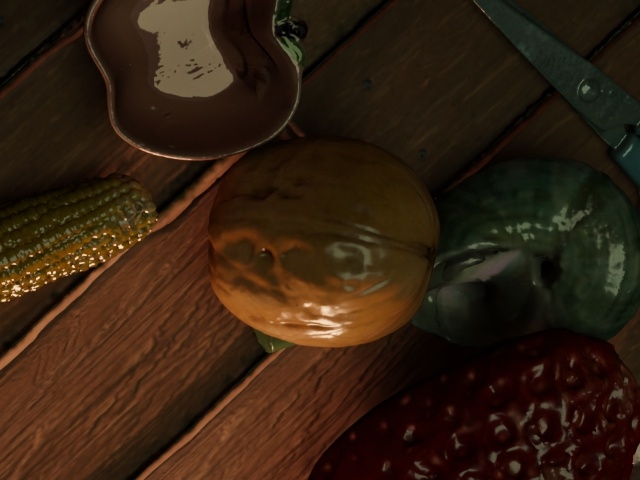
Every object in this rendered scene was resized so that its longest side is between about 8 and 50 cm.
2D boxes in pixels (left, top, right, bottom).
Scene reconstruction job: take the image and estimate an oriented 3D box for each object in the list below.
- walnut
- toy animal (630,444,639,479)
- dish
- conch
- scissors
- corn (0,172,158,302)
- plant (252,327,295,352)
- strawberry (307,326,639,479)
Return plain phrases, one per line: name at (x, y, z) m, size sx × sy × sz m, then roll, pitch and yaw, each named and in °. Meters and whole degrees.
walnut at (0.000, 0.000, 1.794) m, size 0.195 × 0.221 × 0.195 m, roll -9°, pitch 100°, yaw -60°
toy animal at (0.350, 0.256, 2.063) m, size 0.103 × 0.221 × 0.131 m, roll -1°, pitch 150°, yaw -2°
dish at (-0.116, -0.180, 1.758) m, size 0.213 × 0.090 × 0.213 m, roll -5°, pitch 108°, yaw -17°
conch at (0.217, 0.023, 1.913) m, size 0.277 × 0.195 × 0.220 m, roll 14°, pitch 113°, yaw -48°
scissors at (0.295, -0.129, 1.966) m, size 0.447 × 0.029 × 0.193 m, roll 38°, pitch 89°, yaw -27°
corn at (-0.300, 0.019, 1.743) m, size 0.319 × 0.097 × 0.097 m, roll -22°, pitch 112°, yaw -16°
plant at (-0.015, 0.071, 1.895) m, size 0.102 × 0.051 × 0.051 m, roll -23°, pitch 113°, yaw -22°
strawberry at (0.176, 0.246, 1.869) m, size 0.317 × 0.295 × 0.345 m, roll 34°, pitch 112°, yaw -22°
